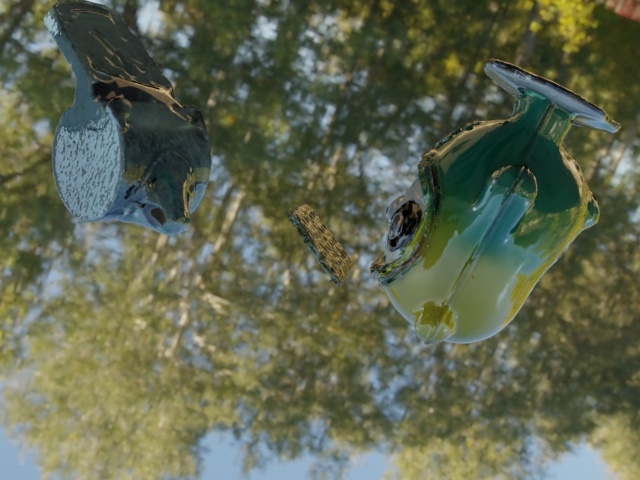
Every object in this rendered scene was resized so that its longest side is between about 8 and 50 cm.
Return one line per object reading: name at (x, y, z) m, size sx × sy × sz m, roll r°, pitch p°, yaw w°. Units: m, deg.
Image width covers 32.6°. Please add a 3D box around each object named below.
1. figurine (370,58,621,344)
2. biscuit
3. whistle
figurine at (0.206, -0.029, 1.328) m, size 0.231 × 0.340 × 0.323 m, roll 28°, pitch -173°, yaw 3°
biscuit at (-0.001, 0.001, 1.746) m, size 0.144 × 0.016 × 0.203 m, roll 53°, pitch -169°, yaw -1°
whistle at (-0.297, -0.193, 1.651) m, size 0.188 × 0.405 × 0.168 m, roll -16°, pitch 171°, yaw 43°
